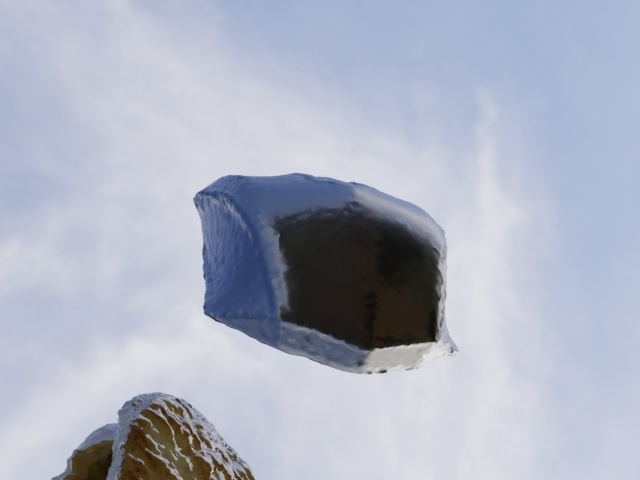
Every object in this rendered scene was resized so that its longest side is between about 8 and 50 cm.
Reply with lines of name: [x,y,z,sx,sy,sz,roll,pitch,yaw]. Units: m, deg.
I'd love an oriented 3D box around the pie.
pie: [-0.073,0.181,0.930,0.179,0.084,0.205,45,-153,-22]

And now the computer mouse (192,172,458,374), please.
computer mouse: [0.000,0.000,0.644,0.099,0.172,0.057,6,-74,-15]
